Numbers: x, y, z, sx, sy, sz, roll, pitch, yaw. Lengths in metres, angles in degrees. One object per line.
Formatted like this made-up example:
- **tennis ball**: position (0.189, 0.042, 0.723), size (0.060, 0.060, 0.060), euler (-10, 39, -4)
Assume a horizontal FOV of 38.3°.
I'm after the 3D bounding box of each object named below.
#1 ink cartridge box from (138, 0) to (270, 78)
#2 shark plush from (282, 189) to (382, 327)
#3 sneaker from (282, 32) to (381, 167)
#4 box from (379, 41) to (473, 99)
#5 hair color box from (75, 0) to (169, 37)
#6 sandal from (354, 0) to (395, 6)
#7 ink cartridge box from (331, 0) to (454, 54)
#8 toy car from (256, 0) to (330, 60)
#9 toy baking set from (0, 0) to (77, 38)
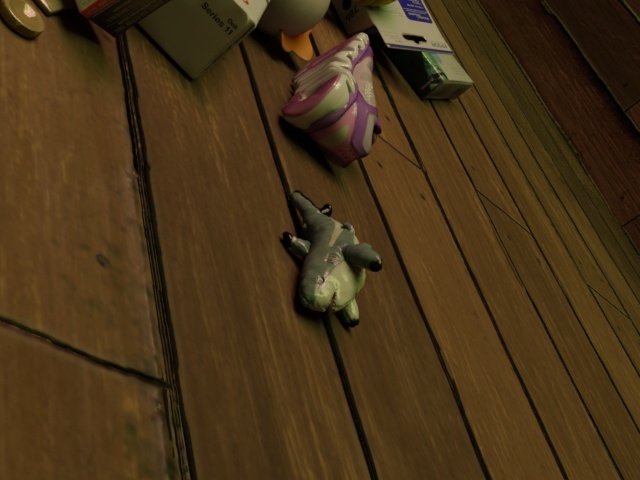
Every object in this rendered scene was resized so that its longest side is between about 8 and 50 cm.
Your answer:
- **ink cartridge box**: position (-0.128, -0.264, 0.900), size (0.153, 0.087, 0.208), euler (46, 21, -16)
- **shark plush**: position (0.000, 0.000, 0.791), size (0.067, 0.073, 0.161), euler (5, 48, -21)
- **sneaker**: position (0.027, -0.157, 1.051), size (0.104, 0.095, 0.236), euler (51, 25, -20)
- **box**: position (0.142, -0.399, 1.690), size (0.322, 0.058, 0.232), euler (52, 22, 7)
- **hair color box**: position (-0.168, -0.261, 0.746), size (0.167, 0.093, 0.053), euler (66, 15, 19)
- **sandal**: position (0.034, -0.472, 1.335), size (0.317, 0.126, 0.138), euler (41, 34, -42)
- **ink cartridge box**: position (0.081, -0.422, 1.516), size (0.165, 0.065, 0.332), euler (-3, 60, -42)
- **toy car**: position (-0.042, -0.334, 1.092), size (0.210, 0.219, 0.237), euler (-59, 141, -55)
- **toy baking set**: position (-0.274, -0.246, 0.657), size (0.256, 0.030, 0.196), euler (39, 25, -29)
